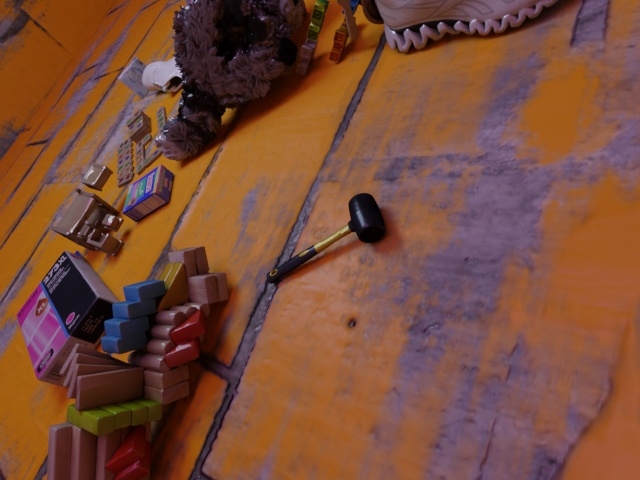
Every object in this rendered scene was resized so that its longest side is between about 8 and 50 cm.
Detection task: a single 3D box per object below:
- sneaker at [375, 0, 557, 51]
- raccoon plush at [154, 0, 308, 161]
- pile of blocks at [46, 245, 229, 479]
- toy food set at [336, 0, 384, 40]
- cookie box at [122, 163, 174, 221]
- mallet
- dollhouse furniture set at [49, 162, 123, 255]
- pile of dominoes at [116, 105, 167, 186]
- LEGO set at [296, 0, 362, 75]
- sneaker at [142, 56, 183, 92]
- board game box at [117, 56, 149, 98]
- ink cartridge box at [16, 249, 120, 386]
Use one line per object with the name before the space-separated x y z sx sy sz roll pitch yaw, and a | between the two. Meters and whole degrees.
sneaker | 0.205 -0.360 0.606 0.292 0.118 0.110 2 61 38
raccoon plush | -0.211 -0.413 0.932 0.447 0.216 0.299 -30 31 28
pile of blocks | -0.228 0.155 0.572 0.113 0.149 0.361 -5 58 37
toy food set | 0.122 -0.416 0.706 0.192 0.132 0.038 -37 64 2
cookie box | -0.381 -0.105 0.955 0.107 0.040 0.091 -26 47 22
mallet | 0.000 0.000 0.582 0.190 0.039 0.062 -26 49 28
dollhouse furniture set | -0.485 -0.063 0.999 0.161 0.101 0.181 17 71 19
pile of dominoes | -0.495 -0.264 1.159 0.196 0.040 0.251 -38 44 12
LEGO set | 0.029 -0.413 0.786 0.227 0.087 0.093 114 178 -52
sneaker | -0.443 -0.459 1.233 0.212 0.080 0.094 -7 69 34
board game box | -0.571 -0.511 1.353 0.090 0.090 0.020 -50 47 -1
ink cartridge box | -0.546 0.135 0.910 0.371 0.069 0.175 23 77 48
